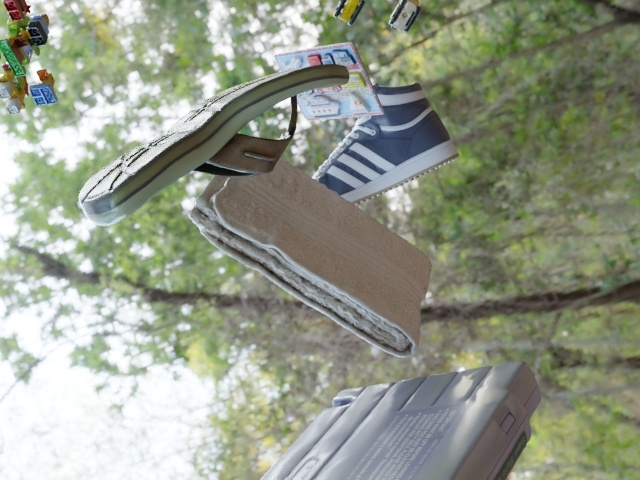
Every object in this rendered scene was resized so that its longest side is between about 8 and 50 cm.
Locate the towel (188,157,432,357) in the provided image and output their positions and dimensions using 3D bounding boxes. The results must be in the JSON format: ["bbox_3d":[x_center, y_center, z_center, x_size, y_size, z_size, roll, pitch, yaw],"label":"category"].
[{"bbox_3d":[0.000,0.000,1.153,0.282,0.049,0.187,32,-149,-7],"label":"towel"}]

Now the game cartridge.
[{"bbox_3d":[0.036,0.223,0.893,0.355,0.230,0.068,-39,-67,-52],"label":"game cartridge"}]

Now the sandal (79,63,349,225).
[{"bbox_3d":[-0.097,-0.090,1.029,0.120,0.302,0.086,7,129,62],"label":"sandal"}]

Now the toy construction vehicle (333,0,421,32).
[{"bbox_3d":[0.072,-0.278,1.164,0.085,0.098,0.035,24,-153,-11],"label":"toy construction vehicle"}]

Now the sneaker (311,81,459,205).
[{"bbox_3d":[0.047,-0.133,1.537,0.099,0.282,0.153,-95,-19,-86],"label":"sneaker"}]

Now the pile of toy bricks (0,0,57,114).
[{"bbox_3d":[-0.428,-0.291,1.480,0.212,0.118,0.105,74,-167,-48],"label":"pile of toy bricks"}]

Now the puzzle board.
[{"bbox_3d":[0.008,-0.187,1.247,0.011,0.128,0.096,-47,-57,-35],"label":"puzzle board"}]
